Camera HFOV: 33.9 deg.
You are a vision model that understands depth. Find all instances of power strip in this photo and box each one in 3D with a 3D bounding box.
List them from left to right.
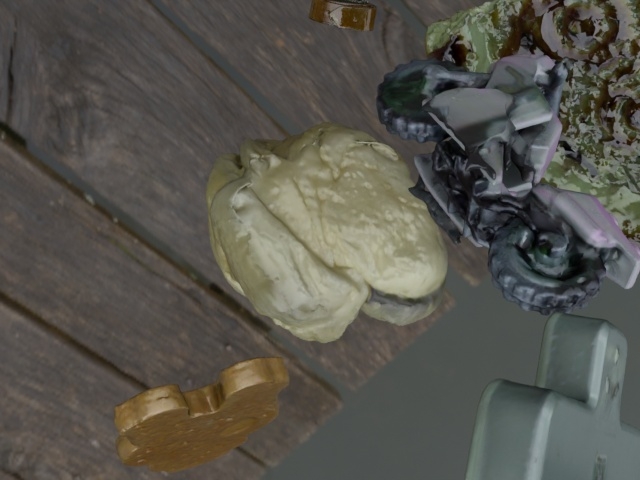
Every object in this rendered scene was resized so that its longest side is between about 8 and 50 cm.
[{"bbox_3d":[0.191,0.155,0.809,0.265,0.059,0.193,28,71,-54],"label":"power strip"}]

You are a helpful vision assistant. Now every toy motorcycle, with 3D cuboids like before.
[{"bbox_3d":[0.190,-0.074,0.983,0.188,0.327,0.143,-18,141,-16],"label":"toy motorcycle"}]

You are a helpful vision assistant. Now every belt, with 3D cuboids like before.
[{"bbox_3d":[0.028,-0.286,1.311,0.083,0.059,0.036,11,113,0],"label":"belt"}]

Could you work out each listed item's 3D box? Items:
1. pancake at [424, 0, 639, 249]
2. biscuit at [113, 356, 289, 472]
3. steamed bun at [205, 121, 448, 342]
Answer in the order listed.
[{"bbox_3d":[0.315,-0.122,1.165,0.305,0.067,0.426,-35,94,34],"label":"pancake"},{"bbox_3d":[-0.101,0.151,0.881,0.144,0.040,0.236,-10,160,-13],"label":"biscuit"},{"bbox_3d":[-0.004,-0.004,1.551,0.372,0.324,0.230,-7,160,-32],"label":"steamed bun"}]
